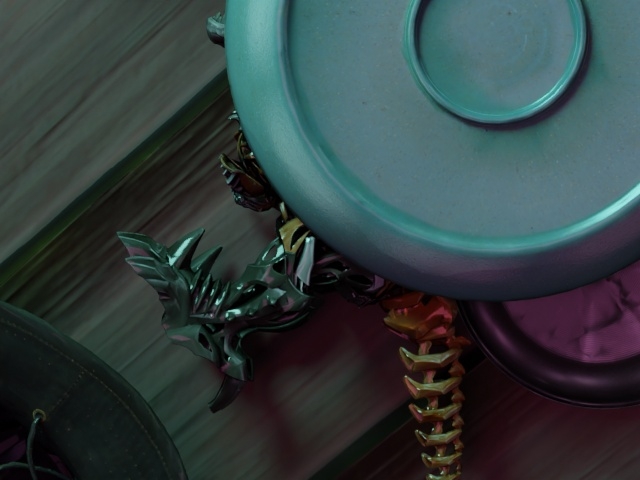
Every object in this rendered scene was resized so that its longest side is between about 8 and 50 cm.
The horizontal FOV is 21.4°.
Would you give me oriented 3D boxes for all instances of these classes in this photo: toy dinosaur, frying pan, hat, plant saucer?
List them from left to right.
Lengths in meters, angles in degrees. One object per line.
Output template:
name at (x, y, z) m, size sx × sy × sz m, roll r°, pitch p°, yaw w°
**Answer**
hat at (-0.232, 0.160, 1.131) m, size 0.331 × 0.134 × 0.331 m, roll 2°, pitch 108°, yaw 6°
toy dinosaur at (0.000, 0.000, 1.063) m, size 0.218 × 0.164 × 0.322 m, roll -26°, pitch 62°, yaw -1°
plant saucer at (0.100, -0.118, 0.970) m, size 0.317 × 0.044 × 0.318 m, roll 1°, pitch 98°, yaw 4°
frying pan at (0.186, -0.053, 1.058) m, size 0.197 × 0.053 × 0.326 m, roll 11°, pitch 97°, yaw 14°
